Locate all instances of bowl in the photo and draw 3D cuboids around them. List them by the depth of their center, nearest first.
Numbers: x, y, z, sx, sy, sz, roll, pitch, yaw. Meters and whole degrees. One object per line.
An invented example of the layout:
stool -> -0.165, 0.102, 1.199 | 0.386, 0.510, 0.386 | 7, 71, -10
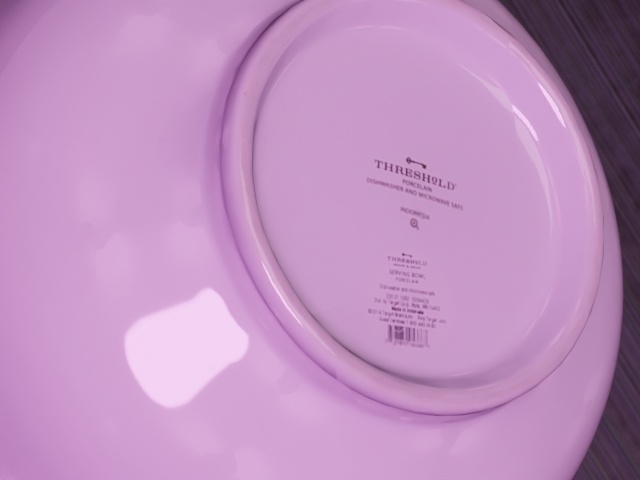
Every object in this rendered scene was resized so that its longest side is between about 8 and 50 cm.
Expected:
bowl -> 0.000, 0.000, 0.640 | 0.298, 0.134, 0.298 | 10, 69, -29
